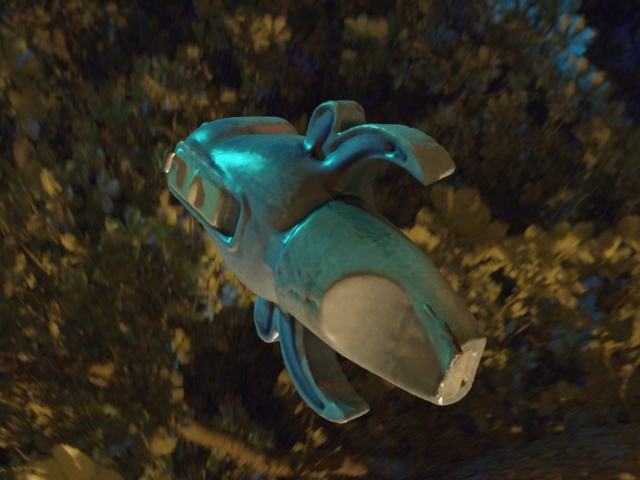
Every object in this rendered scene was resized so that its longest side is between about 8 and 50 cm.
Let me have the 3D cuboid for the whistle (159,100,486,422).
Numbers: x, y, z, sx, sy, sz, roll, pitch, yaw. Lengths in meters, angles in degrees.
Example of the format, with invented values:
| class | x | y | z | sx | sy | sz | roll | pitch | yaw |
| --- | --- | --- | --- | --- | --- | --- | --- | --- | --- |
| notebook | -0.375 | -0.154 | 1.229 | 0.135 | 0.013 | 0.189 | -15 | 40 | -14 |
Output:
| class | x | y | z | sx | sy | sz | roll | pitch | yaw |
| --- | --- | --- | --- | --- | --- | --- | --- | --- | --- |
| whistle | 0.000 | 0.000 | 0.793 | 0.093 | 0.180 | 0.269 | -8 | -142 | -41 |
